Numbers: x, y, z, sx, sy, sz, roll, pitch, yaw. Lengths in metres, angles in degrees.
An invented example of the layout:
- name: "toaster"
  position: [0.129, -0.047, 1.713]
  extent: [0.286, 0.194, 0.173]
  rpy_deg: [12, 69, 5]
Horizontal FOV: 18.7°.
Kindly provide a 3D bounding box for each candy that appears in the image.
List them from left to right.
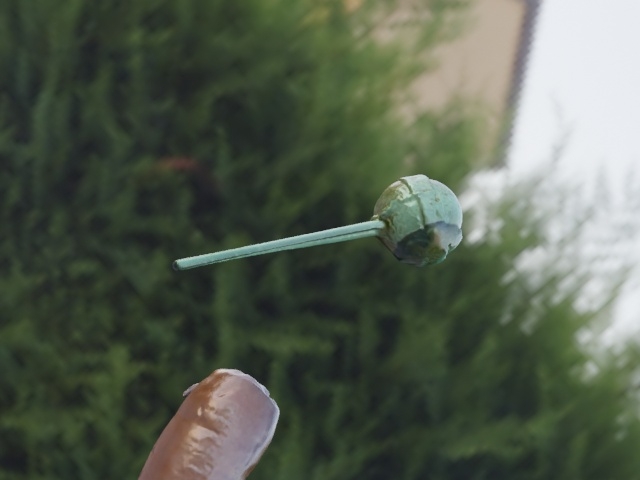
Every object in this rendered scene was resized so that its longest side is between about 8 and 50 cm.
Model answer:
- name: "candy"
  position: [0.000, 0.000, 1.270]
  extent: [0.061, 0.202, 0.061]
  rpy_deg: [169, -90, -69]

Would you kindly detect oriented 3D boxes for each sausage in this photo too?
- name: "sausage"
  position: [-0.160, 0.302, 1.678]
  extent: [0.094, 0.419, 0.094]
  rpy_deg: [25, -14, 7]
